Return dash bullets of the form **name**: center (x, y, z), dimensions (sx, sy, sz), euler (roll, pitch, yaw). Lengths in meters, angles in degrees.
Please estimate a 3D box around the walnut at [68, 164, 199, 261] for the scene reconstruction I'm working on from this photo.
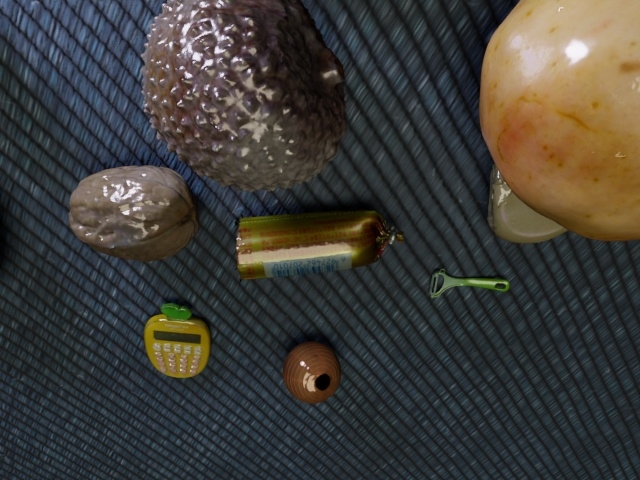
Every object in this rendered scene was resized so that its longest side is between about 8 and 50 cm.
- **walnut**: center (-0.326, -0.045, 0.813), dimensions (0.231, 0.178, 0.178), euler (0, 123, 5)

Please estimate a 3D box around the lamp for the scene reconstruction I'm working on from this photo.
- **lamp**: center (-0.019, 0.296, 1.053), dimensions (0.136, 0.136, 0.136), euler (-1, 123, -1)

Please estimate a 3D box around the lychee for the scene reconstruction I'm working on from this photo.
- **lychee**: center (-0.102, -0.198, 0.648), dimensions (0.300, 0.300, 0.300), euler (-1, 123, -1)

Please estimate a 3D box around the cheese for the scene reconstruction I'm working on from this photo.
- **cheese**: center (0.402, -0.081, 0.852), dimensions (0.203, 0.091, 0.175), euler (-14, 122, 5)

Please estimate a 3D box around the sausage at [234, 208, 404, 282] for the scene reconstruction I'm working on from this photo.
- **sausage**: center (0.000, -0.002, 0.878), dimensions (0.318, 0.117, 0.125), euler (-6, 99, -1)

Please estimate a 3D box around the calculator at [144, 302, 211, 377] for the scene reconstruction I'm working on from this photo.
- **calculator**: center (-0.322, 0.229, 1.061), dimensions (0.146, 0.032, 0.234), euler (7, 124, -6)

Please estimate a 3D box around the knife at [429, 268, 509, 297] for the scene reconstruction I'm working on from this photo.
- **knife**: center (0.318, 0.090, 0.997), dimensions (0.166, 0.022, 0.078), euler (0, 129, 0)

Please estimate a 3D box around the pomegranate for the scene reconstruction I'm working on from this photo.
- **pomegranate**: center (0.412, -0.202, 0.603), dimensions (0.412, 0.411, 0.411), euler (-1, 123, -1)
